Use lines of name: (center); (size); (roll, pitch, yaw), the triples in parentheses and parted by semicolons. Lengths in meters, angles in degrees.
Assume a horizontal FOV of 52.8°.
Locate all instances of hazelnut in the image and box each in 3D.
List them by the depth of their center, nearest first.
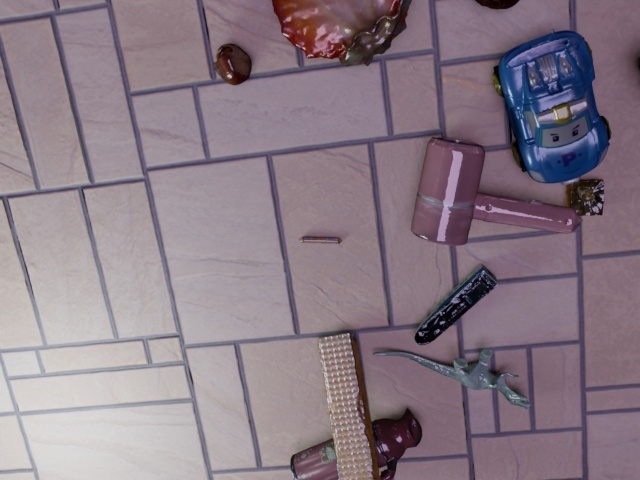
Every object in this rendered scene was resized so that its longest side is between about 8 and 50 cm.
hazelnut: (-0.186, -0.370, 1.357); (0.086, 0.086, 0.086); (1, 107, 5)

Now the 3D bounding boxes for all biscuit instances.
biscuit: (0.066, 0.408, 1.508); (0.094, 0.054, 0.379); (-12, 83, 15)

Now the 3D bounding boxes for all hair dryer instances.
hair dryer: (0.382, -0.089, 1.363); (0.352, 0.125, 0.210); (9, 106, 1)

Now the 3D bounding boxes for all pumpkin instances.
pumpkin: (0.567, -0.093, 1.381); (0.074, 0.054, 0.083); (-3, 103, 1)

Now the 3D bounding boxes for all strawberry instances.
strawberry: (0.027, -0.507, 1.267); (0.265, 0.149, 0.336); (-42, 89, 22)

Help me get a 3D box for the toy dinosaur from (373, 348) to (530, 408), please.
toy dinosaur: (0.325, 0.286, 1.502); (0.383, 0.076, 0.129); (25, 132, 4)

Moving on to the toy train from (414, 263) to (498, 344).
toy train: (0.303, 0.153, 1.480); (0.052, 0.051, 0.234); (41, 109, -7)

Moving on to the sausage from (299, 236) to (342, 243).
sausage: (0.000, 0.000, 1.480); (0.100, 0.015, 0.015); (2, 107, 4)

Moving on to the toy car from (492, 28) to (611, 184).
toy car: (0.471, -0.255, 1.286); (0.198, 0.166, 0.314); (-16, 105, 13)

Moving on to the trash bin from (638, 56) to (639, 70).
trash bin: (0.769, -0.303, 1.237); (0.209, 0.182, 0.290); (-42, 104, 14)

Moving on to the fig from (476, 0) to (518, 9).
fig: (0.355, -0.527, 1.244); (0.109, 0.103, 0.155); (5, 117, -19)

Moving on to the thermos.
thermos: (0.095, 0.521, 1.565); (0.330, 0.136, 0.109); (-26, 107, 12)
